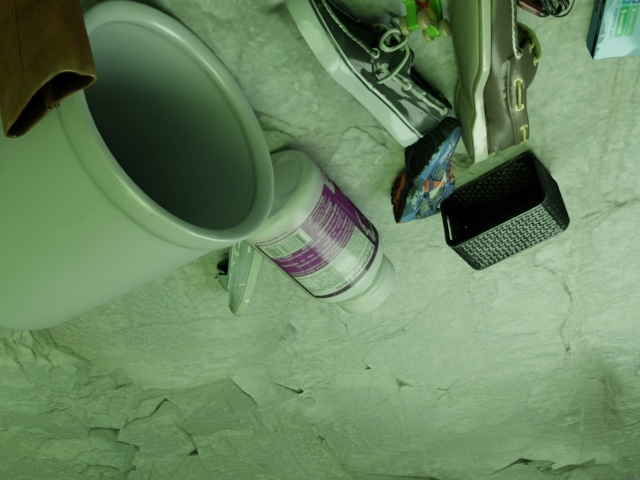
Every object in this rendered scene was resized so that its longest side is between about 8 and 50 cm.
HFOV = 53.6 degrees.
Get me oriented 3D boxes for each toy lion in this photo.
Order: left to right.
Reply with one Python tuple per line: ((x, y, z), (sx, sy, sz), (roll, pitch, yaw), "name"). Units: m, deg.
((0.125, -0.304, 0.791), (0.034, 0.096, 0.100), (-5, -178, 36), "toy lion")

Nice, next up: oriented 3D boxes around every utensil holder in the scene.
((-0.313, -0.079, 0.872), (0.385, 0.327, 0.327), (-25, 133, 30), "utensil holder")

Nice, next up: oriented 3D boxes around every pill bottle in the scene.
((0.000, 0.000, 1.067), (0.169, 0.169, 0.301), (-24, 134, 25), "pill bottle")

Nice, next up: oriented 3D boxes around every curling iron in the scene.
((0.201, -0.343, 0.776), (0.274, 0.035, 0.068), (16, 132, -18), "curling iron")

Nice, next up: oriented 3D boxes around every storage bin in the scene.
((0.300, -0.046, 1.046), (0.180, 0.122, 0.084), (-29, 130, 29), "storage bin")

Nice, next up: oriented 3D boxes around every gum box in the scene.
((0.449, -0.315, 0.801), (0.184, 0.041, 0.157), (-4, 138, 6), "gum box")

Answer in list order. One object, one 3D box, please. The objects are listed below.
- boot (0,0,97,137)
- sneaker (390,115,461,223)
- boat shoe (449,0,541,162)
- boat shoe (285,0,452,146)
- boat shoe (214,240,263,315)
((-0.336, -0.247, 0.693), (0.264, 0.280, 0.096), (-16, 171, 32), "boot")
((0.180, -0.114, 1.016), (0.087, 0.083, 0.221), (-3, 146, -15), "sneaker")
((0.234, -0.231, 0.838), (0.097, 0.116, 0.324), (-16, 145, 4), "boat shoe")
((0.077, -0.240, 0.838), (0.105, 0.113, 0.306), (-32, 132, 23), "boat shoe")
((-0.157, 0.054, 1.207), (0.081, 0.079, 0.227), (17, 132, -4), "boat shoe")
